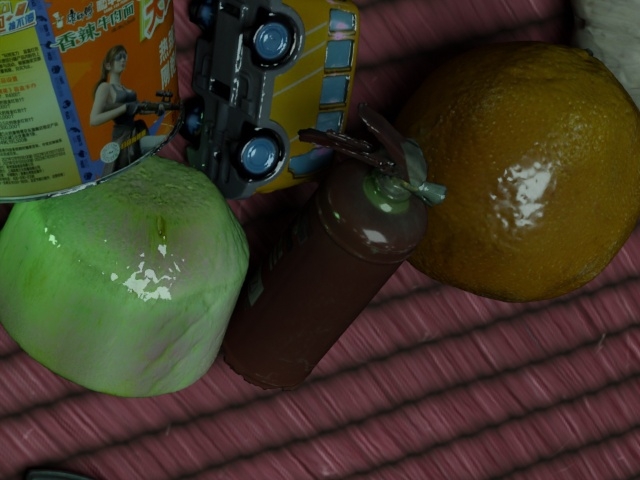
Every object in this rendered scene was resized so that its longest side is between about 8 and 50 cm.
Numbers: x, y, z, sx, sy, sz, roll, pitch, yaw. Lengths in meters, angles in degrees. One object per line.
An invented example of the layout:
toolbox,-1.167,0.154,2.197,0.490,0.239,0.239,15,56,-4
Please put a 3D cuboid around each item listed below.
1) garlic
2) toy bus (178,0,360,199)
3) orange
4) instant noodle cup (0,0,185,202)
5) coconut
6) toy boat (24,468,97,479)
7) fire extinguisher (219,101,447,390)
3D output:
garlic,0.362,-0.202,1.730,0.219,0.212,0.218,-8,109,-23
toy bus,-0.041,-0.144,1.618,0.136,0.126,0.209,-3,110,-33
orange,0.187,-0.069,1.681,0.264,0.264,0.264,-9,112,-22
instant noodle cup,-0.238,-0.178,1.434,0.296,0.296,0.214,-21,124,-17
coconut,-0.176,0.035,1.577,0.236,0.204,0.236,-29,148,-20
toy boat,-0.199,0.347,1.751,0.141,0.092,0.319,-35,113,-9
fire extinguisher,0.000,0.000,1.606,0.147,0.106,0.337,21,135,-16
